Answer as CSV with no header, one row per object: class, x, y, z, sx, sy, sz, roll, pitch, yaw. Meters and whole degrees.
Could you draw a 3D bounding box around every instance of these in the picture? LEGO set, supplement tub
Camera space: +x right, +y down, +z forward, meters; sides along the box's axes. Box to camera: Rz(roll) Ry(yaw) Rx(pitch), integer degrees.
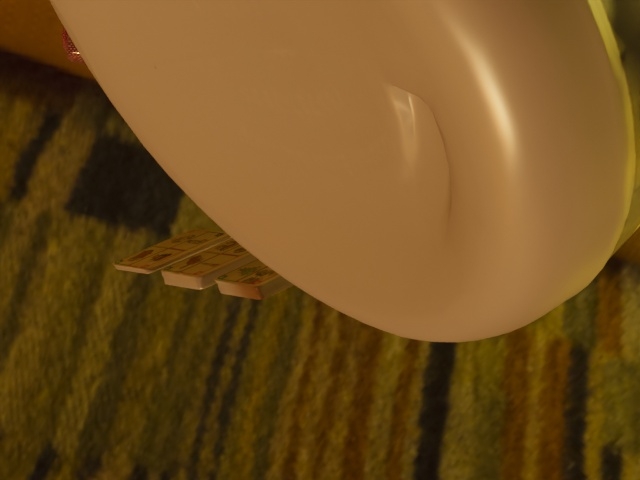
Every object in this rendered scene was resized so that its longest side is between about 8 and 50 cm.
LEGO set,0.000,0.000,0.969,0.244,0.182,0.060,-25,109,-35
supplement tub,0.084,-0.149,0.462,0.235,0.235,0.325,42,66,12

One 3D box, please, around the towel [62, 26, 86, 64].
towel,0.045,-0.166,0.733,0.329,0.037,0.237,6,50,2
